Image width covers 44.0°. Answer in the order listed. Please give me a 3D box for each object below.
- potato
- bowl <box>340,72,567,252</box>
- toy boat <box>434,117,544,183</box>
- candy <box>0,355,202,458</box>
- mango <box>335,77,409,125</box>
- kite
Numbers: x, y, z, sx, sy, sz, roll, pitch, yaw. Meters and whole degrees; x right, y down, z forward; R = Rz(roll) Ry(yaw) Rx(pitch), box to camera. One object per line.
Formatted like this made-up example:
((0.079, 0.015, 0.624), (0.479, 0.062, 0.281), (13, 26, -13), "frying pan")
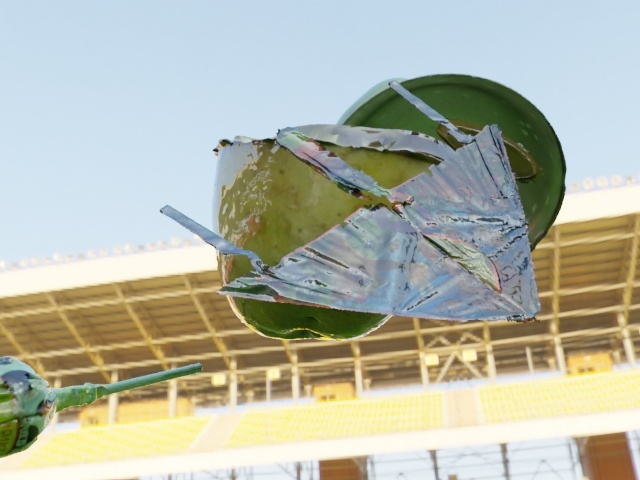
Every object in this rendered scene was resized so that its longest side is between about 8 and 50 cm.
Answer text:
((0.000, 0.000, 0.849), (0.286, 0.242, 0.242), (7, -24, 19), "potato")
((0.160, -0.101, 1.077), (0.314, 0.146, 0.313), (2, -59, 4), "bowl")
((0.210, -0.111, 0.971), (0.149, 0.049, 0.047), (24, -73, -11), "toy boat")
((-0.235, 0.150, 0.821), (0.083, 0.091, 0.306), (-23, -11, 35), "candy")
((0.107, -0.205, 1.613), (0.156, 0.343, 0.192), (25, -45, 21), "mango")
((0.035, -0.013, 0.361), (0.183, 0.160, 0.010), (-33, -32, -31), "kite")
